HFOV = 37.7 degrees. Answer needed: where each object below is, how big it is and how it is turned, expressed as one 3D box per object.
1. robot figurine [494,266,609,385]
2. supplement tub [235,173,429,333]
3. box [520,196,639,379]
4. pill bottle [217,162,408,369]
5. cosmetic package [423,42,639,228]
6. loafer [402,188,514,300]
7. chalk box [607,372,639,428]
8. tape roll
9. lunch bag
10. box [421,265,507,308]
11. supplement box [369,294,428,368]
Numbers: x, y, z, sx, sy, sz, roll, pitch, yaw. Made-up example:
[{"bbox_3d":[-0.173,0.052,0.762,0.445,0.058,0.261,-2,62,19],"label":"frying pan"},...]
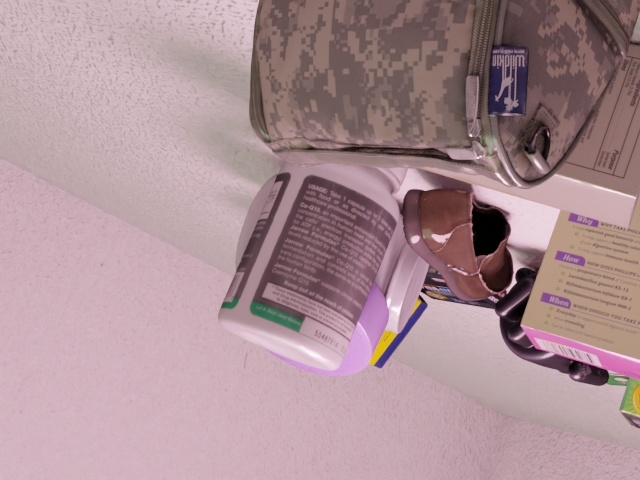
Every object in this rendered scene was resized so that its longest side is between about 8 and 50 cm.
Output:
[{"bbox_3d":[0.443,0.158,1.743,0.173,0.209,0.278,-3,163,45],"label":"robot figurine"},{"bbox_3d":[0.030,0.028,1.805,0.331,0.241,0.241,20,168,14],"label":"supplement tub"},{"bbox_3d":[0.405,0.045,1.204,0.213,0.243,0.117,15,166,28],"label":"box"},{"bbox_3d":[0.000,0.000,1.451,0.204,0.361,0.204,22,168,5],"label":"pill bottle"},{"bbox_3d":[0.197,-0.140,0.983,0.309,0.160,0.113,20,169,18],"label":"cosmetic package"},{"bbox_3d":[0.263,0.014,1.581,0.130,0.134,0.366,-8,160,28],"label":"loafer"},{"bbox_3d":[0.732,0.310,1.930,0.289,0.179,0.180,16,167,31],"label":"chalk box"},{"bbox_3d":[-0.020,0.123,1.673,0.275,0.090,0.275,19,142,15],"label":"tape roll"},{"bbox_3d":[0.095,-0.172,0.792,0.305,0.256,0.212,9,162,46],"label":"lunch bag"},{"bbox_3d":[0.276,0.088,2.075,0.175,0.051,0.220,31,166,-35],"label":"box"},{"bbox_3d":[0.029,0.109,2.132,0.356,0.195,0.194,30,-168,-29],"label":"supplement box"}]
